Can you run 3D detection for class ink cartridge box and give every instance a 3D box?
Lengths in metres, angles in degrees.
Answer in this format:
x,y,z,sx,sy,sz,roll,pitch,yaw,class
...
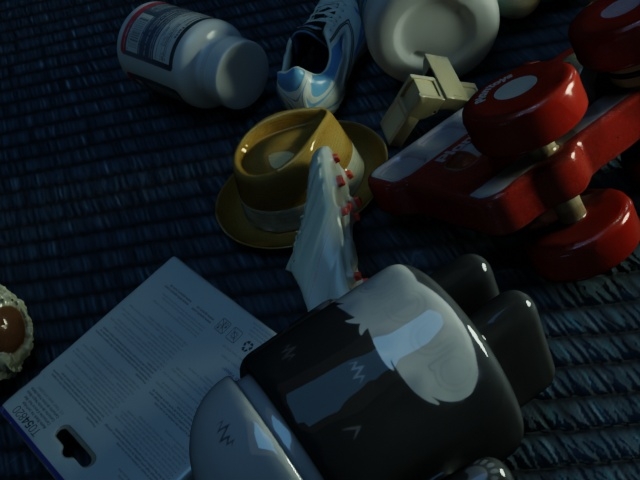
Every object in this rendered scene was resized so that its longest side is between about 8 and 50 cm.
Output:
x,y,z,sx,sy,sz,roll,pitch,yaw,class
-0.149,0.139,0.963,0.224,0.045,0.223,-41,44,-16,ink cartridge box

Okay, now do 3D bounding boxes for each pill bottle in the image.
x,y,z,sx,sy,sz,roll,pitch,yaw,class
0.108,-0.305,1.216,0.146,0.146,0.264,-17,43,8,pill bottle
-0.150,-0.216,1.273,0.180,0.108,0.108,26,62,40,pill bottle

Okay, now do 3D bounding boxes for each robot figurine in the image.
x,y,z,sx,sy,sz,roll,pitch,yaw,class
0.038,0.130,0.799,0.278,0.173,0.209,-33,0,-10,robot figurine

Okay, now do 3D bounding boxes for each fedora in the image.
x,y,z,sx,sy,sz,roll,pitch,yaw,class
-0.028,-0.079,1.101,0.194,0.079,0.194,-12,43,12,fedora

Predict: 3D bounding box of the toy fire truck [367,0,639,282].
x,y,z,sx,sy,sz,roll,pitch,yaw,class
0.212,-0.111,0.981,0.302,0.169,0.254,-37,25,-15,toy fire truck

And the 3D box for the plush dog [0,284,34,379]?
x,y,z,sx,sy,sz,roll,pitch,yaw,class
-0.454,0.085,1.059,0.225,0.262,0.210,-44,12,-33,plush dog

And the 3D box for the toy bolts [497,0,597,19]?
x,y,z,sx,sy,sz,roll,pitch,yaw,class
0.268,-0.306,1.123,0.158,0.218,0.228,-42,27,-9,toy bolts

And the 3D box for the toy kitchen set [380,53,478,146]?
x,y,z,sx,sy,sz,roll,pitch,yaw,class
0.113,-0.147,1.134,0.083,0.075,0.068,3,49,-29,toy kitchen set

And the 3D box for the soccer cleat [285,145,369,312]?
x,y,z,sx,sy,sz,roll,pitch,yaw,class
0.000,0.000,0.995,0.076,0.068,0.196,-16,61,17,soccer cleat

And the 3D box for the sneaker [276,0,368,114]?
x,y,z,sx,sy,sz,roll,pitch,yaw,class
0.007,-0.235,1.238,0.085,0.086,0.237,-4,45,23,sneaker
